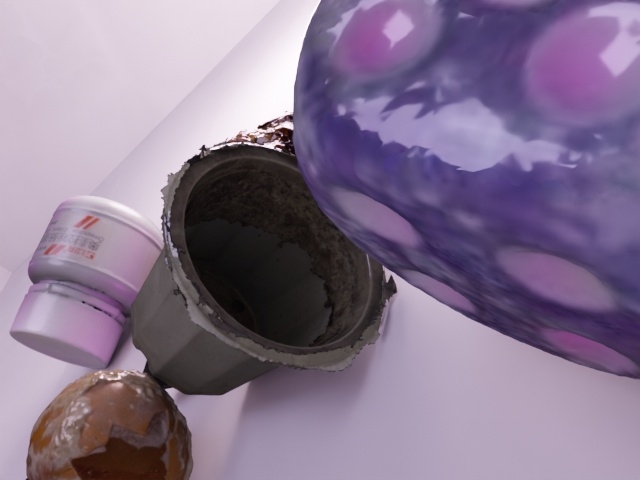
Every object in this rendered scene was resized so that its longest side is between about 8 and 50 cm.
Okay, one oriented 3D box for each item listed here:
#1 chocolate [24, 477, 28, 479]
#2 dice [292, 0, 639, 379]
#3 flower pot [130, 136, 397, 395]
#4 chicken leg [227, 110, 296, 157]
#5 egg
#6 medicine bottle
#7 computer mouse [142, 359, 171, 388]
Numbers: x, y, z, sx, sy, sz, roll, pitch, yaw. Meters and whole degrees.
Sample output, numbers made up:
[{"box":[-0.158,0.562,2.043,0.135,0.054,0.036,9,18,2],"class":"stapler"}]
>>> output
[{"box":[-0.351,0.395,0.920,0.156,0.156,0.133,-87,17,-54],"class":"chocolate"},{"box":[0.166,-0.084,0.447,0.271,0.270,0.270,22,76,37],"class":"dice"},{"box":[-0.102,0.058,0.811,0.259,0.290,0.290,-40,24,44],"class":"flower pot"},{"box":[-0.135,-0.139,1.295,0.323,0.083,0.177,-16,41,25],"class":"chicken leg"},{"box":[-0.253,0.266,0.818,0.195,0.195,0.233,-127,46,-65],"class":"egg"},{"box":[-0.475,0.088,1.391,0.241,0.241,0.301,-18,49,49],"class":"medicine bottle"},{"box":[-0.191,0.162,1.031,0.192,0.062,0.106,-43,24,-1],"class":"computer mouse"}]
